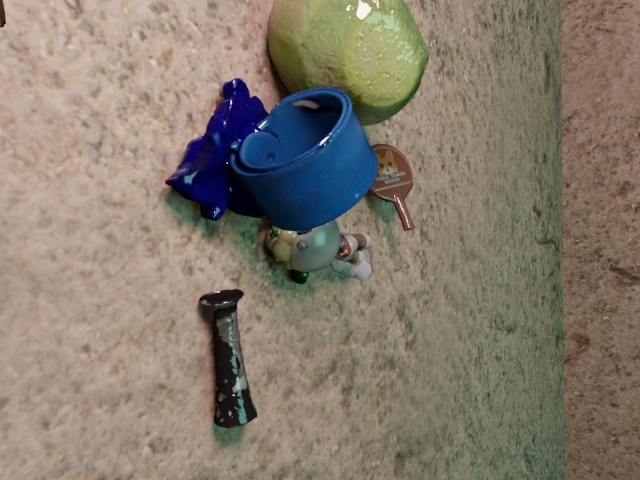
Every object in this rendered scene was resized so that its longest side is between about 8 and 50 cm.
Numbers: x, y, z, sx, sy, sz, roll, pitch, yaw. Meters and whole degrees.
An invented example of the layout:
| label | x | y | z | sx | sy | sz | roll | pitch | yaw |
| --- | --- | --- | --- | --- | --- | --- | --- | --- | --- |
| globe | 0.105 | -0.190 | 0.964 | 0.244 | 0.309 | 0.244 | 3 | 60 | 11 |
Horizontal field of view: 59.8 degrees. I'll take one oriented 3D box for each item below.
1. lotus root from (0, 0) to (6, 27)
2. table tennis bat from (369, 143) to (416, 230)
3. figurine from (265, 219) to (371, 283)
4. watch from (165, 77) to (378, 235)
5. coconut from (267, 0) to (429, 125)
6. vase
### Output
| label | x | y | z | sx | sy | sz | roll | pitch | yaw |
| --- | --- | --- | --- | --- | --- | --- | --- | --- | --- |
| lotus root | -0.342 | -0.226 | 0.248 | 0.250 | 0.250 | 0.346 | -51 | 136 | -40 |
| table tennis bat | 0.112 | -0.084 | 1.054 | 0.107 | 0.119 | 0.170 | -17 | 82 | -26 |
| figurine | -0.001 | -0.001 | 0.840 | 0.197 | 0.093 | 0.147 | 5 | 109 | -61 |
| watch | -0.041 | -0.099 | 0.690 | 0.171 | 0.200 | 0.196 | 51 | 49 | -45 |
| coconut | 0.037 | -0.273 | 0.787 | 0.236 | 0.235 | 0.205 | -30 | 138 | -49 |
| vase | -0.117 | 0.149 | 0.710 | 0.059 | 0.059 | 0.167 | -15 | 103 | -52 |
